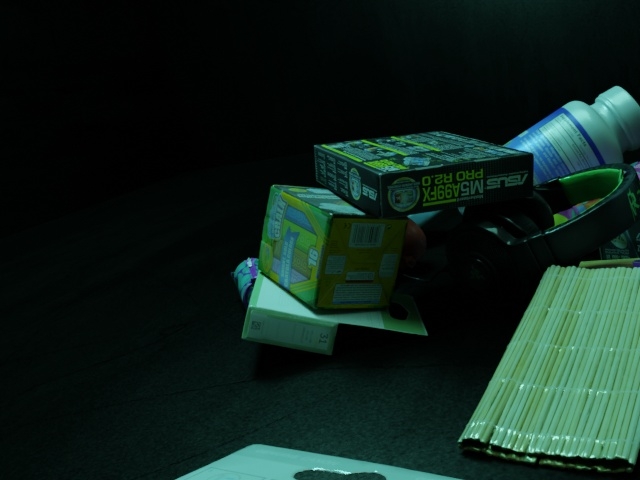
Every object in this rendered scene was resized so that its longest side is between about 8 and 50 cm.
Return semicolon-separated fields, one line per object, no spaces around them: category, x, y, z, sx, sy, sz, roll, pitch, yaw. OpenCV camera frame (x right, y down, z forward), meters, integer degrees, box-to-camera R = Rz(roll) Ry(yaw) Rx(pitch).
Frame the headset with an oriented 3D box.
headset;0.239;-0.024;1.013;0.394;0.185;0.243;-25;10;29

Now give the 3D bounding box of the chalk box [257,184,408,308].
chalk box;0.000;0.000;1.028;0.132;0.132;0.213;1;15;-33

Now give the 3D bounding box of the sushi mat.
sushi mat;0.257;0.109;0.720;0.151;0.019;0.316;-2;27;34

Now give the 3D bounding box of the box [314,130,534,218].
box;0.132;-0.100;1.015;0.216;0.060;0.270;-10;17;-16

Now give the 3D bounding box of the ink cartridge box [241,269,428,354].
ink cartridge box;0.018;0.104;1.005;0.235;0.056;0.171;12;14;-3

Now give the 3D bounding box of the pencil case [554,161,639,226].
pencil case;0.454;-0.058;1.173;0.236;0.104;0.104;-16;14;-28

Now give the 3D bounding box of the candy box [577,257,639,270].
candy box;0.394;0.059;0.846;0.186;0.053;0.109;-6;15;32

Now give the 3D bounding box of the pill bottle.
pill bottle;0.428;-0.148;1.275;0.272;0.152;0.152;-34;10;10

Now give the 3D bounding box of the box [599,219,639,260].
box;0.507;-0.019;1.013;0.147;0.078;0.180;-23;17;-35

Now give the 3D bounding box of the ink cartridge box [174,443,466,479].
ink cartridge box;-0.056;0.249;0.452;0.308;0.091;0.385;-3;5;37

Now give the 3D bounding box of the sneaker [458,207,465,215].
sneaker;0.409;-0.116;1.448;0.268;0.101;0.153;-11;16;18

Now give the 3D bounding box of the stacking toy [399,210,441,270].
stacking toy;0.098;0.005;1.339;0.279;0.130;0.309;-35;-1;26

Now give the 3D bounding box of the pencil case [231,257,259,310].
pencil case;-0.107;0.075;1.196;0.064;0.070;0.151;-14;14;-10
